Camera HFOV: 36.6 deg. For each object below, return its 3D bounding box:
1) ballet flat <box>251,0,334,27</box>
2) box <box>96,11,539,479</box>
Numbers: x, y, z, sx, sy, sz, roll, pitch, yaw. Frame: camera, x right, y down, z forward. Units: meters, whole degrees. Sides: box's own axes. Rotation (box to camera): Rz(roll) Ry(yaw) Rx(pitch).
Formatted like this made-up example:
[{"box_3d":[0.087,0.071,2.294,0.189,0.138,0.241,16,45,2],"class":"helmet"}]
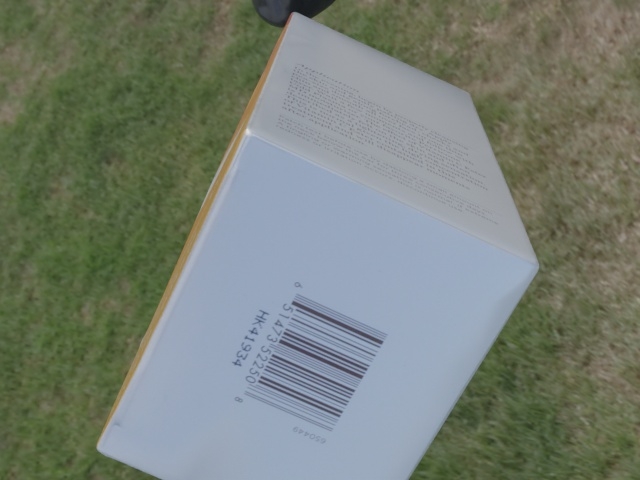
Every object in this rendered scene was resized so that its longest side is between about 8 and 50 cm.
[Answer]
[{"box_3d":[0.030,-0.293,0.776,0.280,0.096,0.095,-45,73,14],"class":"ballet flat"},{"box_3d":[0.000,0.000,0.666,0.168,0.345,0.215,25,111,-7],"class":"box"}]
